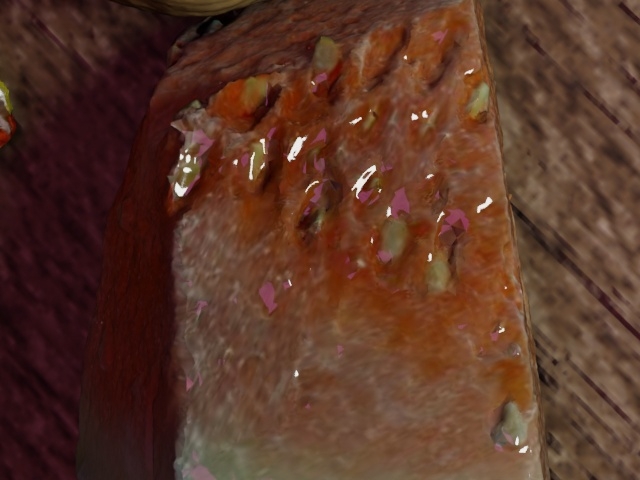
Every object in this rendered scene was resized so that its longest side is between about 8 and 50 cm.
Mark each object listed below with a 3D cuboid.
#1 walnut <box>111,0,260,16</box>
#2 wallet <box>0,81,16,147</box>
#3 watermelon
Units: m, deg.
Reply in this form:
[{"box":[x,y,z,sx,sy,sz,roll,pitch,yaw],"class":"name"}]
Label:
[{"box":[-0.060,-0.160,0.709,0.166,0.149,0.166,12,119,23],"class":"walnut"},{"box":[-0.232,-0.119,0.802,0.141,0.067,0.241,-27,85,9],"class":"wallet"},{"box":[0.000,0.000,0.707,0.193,0.140,0.256,5,81,9],"class":"watermelon"}]
